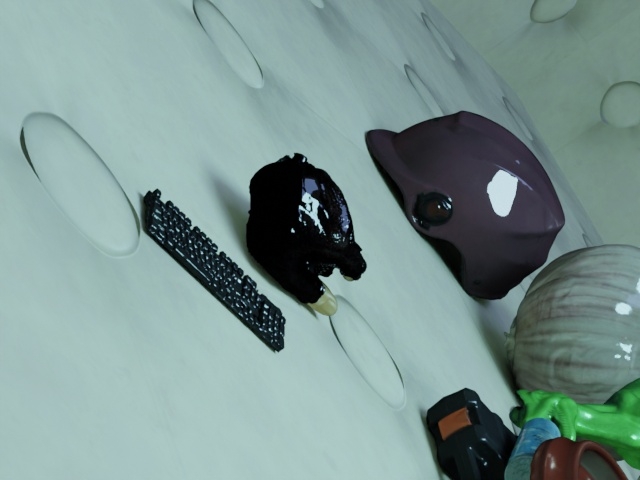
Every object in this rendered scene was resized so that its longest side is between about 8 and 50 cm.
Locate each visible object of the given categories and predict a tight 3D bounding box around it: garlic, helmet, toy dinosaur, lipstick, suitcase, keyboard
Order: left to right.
[{"bbox_3d":[-0.095,0.030,1.344,0.195,0.018,0.060,45,21,-31],"label":"keyboard"},{"bbox_3d":[0.245,-0.082,2.259,0.338,0.197,0.271,54,18,-7],"label":"helmet"},{"bbox_3d":[0.216,0.314,1.593,0.206,0.066,0.285,45,19,-35],"label":"suitcase"},{"bbox_3d":[0.232,0.235,1.584,0.048,0.048,0.158,56,16,1],"label":"lipstick"},{"bbox_3d":[0.400,0.149,2.121,0.317,0.259,0.317,-5,90,-74],"label":"garlic"},{"bbox_3d":[0.427,0.204,1.910,0.374,0.144,0.500,13,17,2],"label":"toy dinosaur"}]

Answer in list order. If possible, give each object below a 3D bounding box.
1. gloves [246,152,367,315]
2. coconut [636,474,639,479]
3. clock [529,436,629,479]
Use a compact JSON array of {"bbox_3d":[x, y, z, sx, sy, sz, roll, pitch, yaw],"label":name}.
[{"bbox_3d":[0.001,-0.003,1.530,0.180,0.106,0.129,29,28,-50],"label":"gloves"},{"bbox_3d":[0.550,0.420,1.988,0.323,0.323,0.323,49,17,-20],"label":"coconut"},{"bbox_3d":[0.284,0.351,1.460,0.318,0.080,0.318,51,25,-36],"label":"clock"}]
